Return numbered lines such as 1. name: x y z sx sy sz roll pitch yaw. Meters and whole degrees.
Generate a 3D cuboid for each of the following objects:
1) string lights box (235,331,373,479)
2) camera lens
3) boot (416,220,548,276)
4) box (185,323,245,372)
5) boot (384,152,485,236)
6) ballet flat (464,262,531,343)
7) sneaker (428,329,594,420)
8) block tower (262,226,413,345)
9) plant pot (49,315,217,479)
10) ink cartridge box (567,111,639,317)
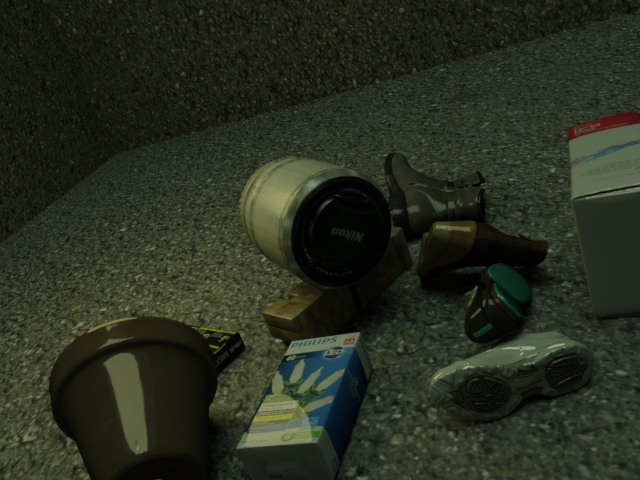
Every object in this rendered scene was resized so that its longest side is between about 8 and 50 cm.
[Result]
1. string lights box: -0.015 0.255 1.100 0.133 0.076 0.259 -11 24 23
2. camera lens: -0.014 -0.041 1.338 0.219 0.219 0.274 -29 24 -19
3. boot: 0.292 0.033 1.321 0.207 0.090 0.248 11 -15 2
4. box: -0.275 0.238 1.391 0.191 0.045 0.184 0 28 41
5. boot: 0.273 -0.122 1.678 0.223 0.118 0.338 -13 35 9
6. ballet flat: 0.276 0.101 1.148 0.096 0.095 0.280 -46 -10 19
7. sneaker: 0.266 0.188 1.029 0.232 0.090 0.115 -12 16 -2
8. block tower: 0.041 0.091 1.397 0.097 0.091 0.335 8 35 47
9. plant pot: -0.268 0.285 1.081 0.263 0.263 0.229 -23 42 -7
10. ink cartridge box: 0.494 -0.051 1.170 0.131 0.226 0.306 -10 25 25
